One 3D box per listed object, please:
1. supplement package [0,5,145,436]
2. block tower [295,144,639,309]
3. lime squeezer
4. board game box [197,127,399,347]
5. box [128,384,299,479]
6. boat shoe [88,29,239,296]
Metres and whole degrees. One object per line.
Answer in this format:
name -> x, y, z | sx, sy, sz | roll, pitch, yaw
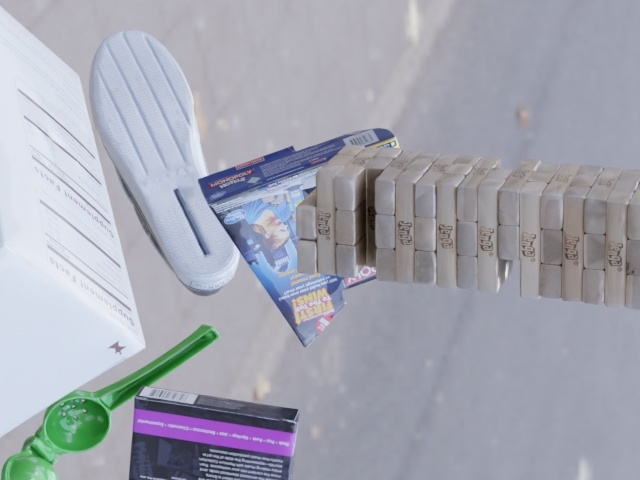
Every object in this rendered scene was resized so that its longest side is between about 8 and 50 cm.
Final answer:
supplement package -> -0.217, -0.021, 1.071 | 0.134, 0.139, 0.244 | 43, 20, -46
block tower -> 0.151, -0.011, 1.405 | 0.097, 0.335, 0.091 | -47, 139, -63
lime squeezer -> -0.206, 0.186, 1.438 | 0.310, 0.110, 0.059 | -51, 138, -21
board game box -> 0.000, 0.000, 1.744 | 0.060, 0.194, 0.194 | -118, -170, -58
box -> -0.080, 0.189, 1.250 | 0.029, 0.116, 0.162 | -64, 161, -73
boat shoe -> -0.195, -0.082, 2.077 | 0.119, 0.121, 0.335 | 121, -48, -67
